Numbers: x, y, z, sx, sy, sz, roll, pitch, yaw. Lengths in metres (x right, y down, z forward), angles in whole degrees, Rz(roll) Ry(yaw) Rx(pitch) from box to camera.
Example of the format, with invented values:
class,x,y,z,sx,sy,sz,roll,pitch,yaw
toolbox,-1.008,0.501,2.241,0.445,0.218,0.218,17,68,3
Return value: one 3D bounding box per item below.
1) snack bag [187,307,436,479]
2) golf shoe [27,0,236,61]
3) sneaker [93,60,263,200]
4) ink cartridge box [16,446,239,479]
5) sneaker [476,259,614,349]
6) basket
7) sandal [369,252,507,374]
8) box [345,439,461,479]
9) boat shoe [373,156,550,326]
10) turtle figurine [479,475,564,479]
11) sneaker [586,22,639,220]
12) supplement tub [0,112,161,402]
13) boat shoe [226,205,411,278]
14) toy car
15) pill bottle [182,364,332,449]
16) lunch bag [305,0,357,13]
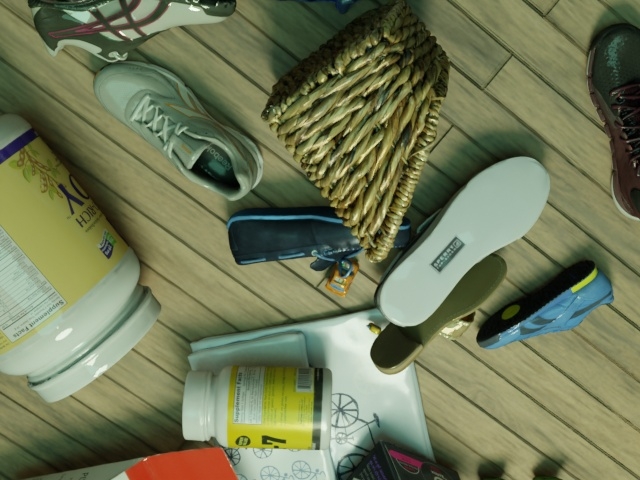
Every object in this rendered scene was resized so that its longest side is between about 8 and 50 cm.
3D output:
class,x,y,z,sx,sy,sz,roll,pitch,yaw
snack bag,-0.001,0.272,1.400,0.343,0.037,0.323,-11,108,4
golf shoe,-0.242,-0.297,1.186,0.273,0.105,0.120,5,124,4
sneaker,-0.189,-0.147,1.212,0.262,0.121,0.099,33,105,-10
ink cartridge box,-0.273,0.482,1.382,0.385,0.091,0.308,-13,113,19
sneaker,0.331,0.115,1.330,0.209,0.069,0.082,-33,109,10
basket,0.079,-0.150,1.119,0.213,0.299,0.223,-36,103,10
sandal,0.176,0.115,1.332,0.240,0.088,0.079,-40,144,-6
box,0.091,0.464,1.383,0.165,0.143,0.270,28,111,-26
boat shoe,0.192,-0.002,1.276,0.108,0.102,0.301,43,88,-9
turtle figurine,0.316,0.506,1.376,0.198,0.275,0.266,-5,86,34
sneaker,0.435,-0.141,1.192,0.106,0.162,0.281,-17,108,6
supplement tub,-0.394,0.026,1.208,0.241,0.241,0.331,-34,106,11
boat shoe,0.000,0.000,1.282,0.258,0.109,0.089,2,103,16
toy car,0.059,0.079,1.316,0.122,0.040,0.060,44,93,1
pill bottle,-0.088,0.240,1.309,0.208,0.119,0.119,2,109,0
lunch bag,0.051,-0.363,1.076,0.221,0.293,0.138,-6,68,-10
